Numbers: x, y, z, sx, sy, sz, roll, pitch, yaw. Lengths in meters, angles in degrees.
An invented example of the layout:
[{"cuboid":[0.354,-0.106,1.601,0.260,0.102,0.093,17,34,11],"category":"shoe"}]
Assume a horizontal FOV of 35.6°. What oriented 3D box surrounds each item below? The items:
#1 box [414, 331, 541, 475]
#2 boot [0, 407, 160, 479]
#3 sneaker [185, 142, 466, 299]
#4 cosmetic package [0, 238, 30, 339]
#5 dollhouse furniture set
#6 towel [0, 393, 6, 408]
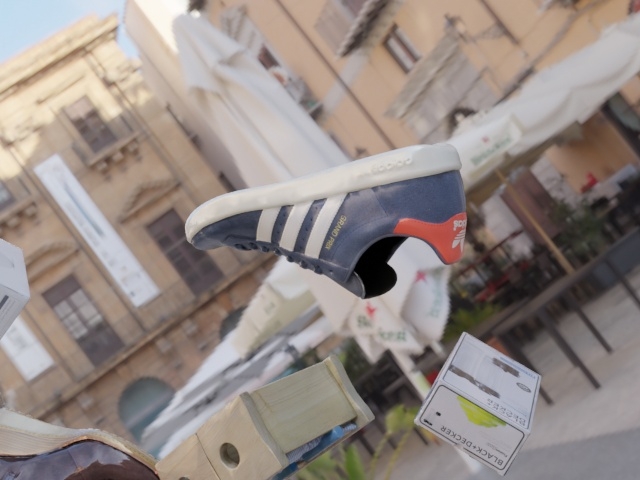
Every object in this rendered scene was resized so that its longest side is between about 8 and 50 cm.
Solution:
[{"cuboid":[0.273,0.266,1.676,0.087,0.169,0.290,-62,-10,17],"category":"box"},{"cuboid":[-0.316,0.314,1.139,0.090,0.249,0.206,87,-160,-55],"category":"boot"},{"cuboid":[0.000,0.000,1.102,0.350,0.148,0.131,-12,1,34],"category":"sneaker"},{"cuboid":[-0.636,0.056,1.699,0.138,0.225,0.224,-53,28,6],"category":"cosmetic package"},{"cuboid":[-0.016,0.216,0.810,0.129,0.183,0.129,-42,-16,34],"category":"dollhouse furniture set"},{"cuboid":[-0.533,0.198,1.365,0.282,0.187,0.049,125,160,-68],"category":"towel"}]
